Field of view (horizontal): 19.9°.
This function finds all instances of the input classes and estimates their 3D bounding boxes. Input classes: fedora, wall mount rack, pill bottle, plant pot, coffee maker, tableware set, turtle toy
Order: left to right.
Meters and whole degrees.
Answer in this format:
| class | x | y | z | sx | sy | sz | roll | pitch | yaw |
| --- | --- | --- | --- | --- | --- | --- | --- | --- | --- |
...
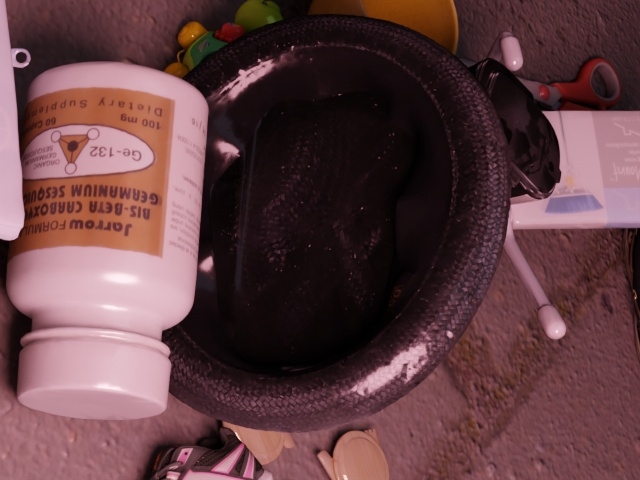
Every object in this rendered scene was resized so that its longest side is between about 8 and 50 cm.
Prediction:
| class | x | y | z | sx | sy | sz | roll | pitch | yaw |
| --- | --- | --- | --- | --- | --- | --- | --- | --- | --- |
| pill bottle | -0.150 | 0.003 | 1.269 | 0.131 | 0.131 | 0.229 | 19 | 66 | -43 |
| turtle toy | -0.068 | -0.143 | 1.483 | 0.095 | 0.066 | 0.130 | 42 | 46 | -28 |
| tableware set | -0.013 | 0.166 | 1.444 | 0.169 | 0.020 | 0.141 | -25 | 90 | -49 |
| fedora | 0.000 | 0.000 | 1.393 | 0.152 | 0.334 | 0.334 | 64 | 23 | -65 |
| plant pot | 0.042 | -0.194 | 1.608 | 0.134 | 0.095 | 0.134 | 23 | 58 | -42 |
| coffee maker | 0.086 | -0.073 | 1.538 | 0.171 | 0.178 | 0.120 | 16 | 61 | -44 |
| wall mount rack | 0.269 | -0.040 | 1.639 | 0.350 | 0.130 | 0.304 | -1 | 68 | -12 |

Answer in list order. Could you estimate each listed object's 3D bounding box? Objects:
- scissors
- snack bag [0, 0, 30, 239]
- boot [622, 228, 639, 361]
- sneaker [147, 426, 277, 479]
| class | x | y | z | sx | sy | sz | roll | pitch | yaw |
| --- | --- | --- | --- | --- | --- | --- | --- | --- | --- |
| scissors | 0.240 | -0.138 | 1.864 | 0.297 | 0.021 | 0.109 | -5 | 79 | -51 |
| snack bag | -0.331 | -0.170 | 1.189 | 0.323 | 0.037 | 0.342 | 15 | 55 | -43 |
| boot | 0.355 | 0.051 | 1.791 | 0.178 | 0.085 | 0.236 | 83 | -4 | -69 |
| sneaker | -0.103 | 0.189 | 1.307 | 0.077 | 0.072 | 0.178 | 57 | 31 | 5 |
